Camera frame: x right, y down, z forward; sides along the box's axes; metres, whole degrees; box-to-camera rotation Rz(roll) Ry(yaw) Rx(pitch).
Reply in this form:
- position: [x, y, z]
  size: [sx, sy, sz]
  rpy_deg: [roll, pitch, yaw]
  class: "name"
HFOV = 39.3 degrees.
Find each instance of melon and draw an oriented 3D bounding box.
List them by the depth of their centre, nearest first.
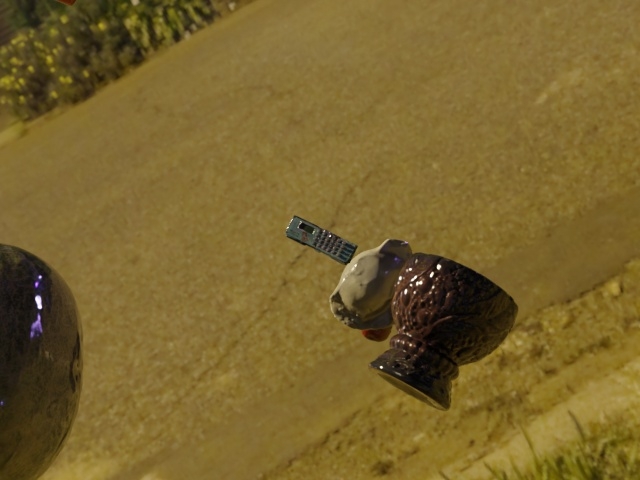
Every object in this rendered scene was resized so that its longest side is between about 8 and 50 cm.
- position: [-0.386, 0.144, 0.998]
  size: [0.249, 0.248, 0.329]
  rpy_deg: [-26, 41, 6]
  class: "melon"

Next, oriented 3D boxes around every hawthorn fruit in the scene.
- position: [0.151, 0.234, 2.459]
  size: [0.093, 0.093, 0.093]
  rpy_deg: [-24, 24, 11]
  class: "hawthorn fruit"

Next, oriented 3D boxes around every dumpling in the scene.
- position: [0.143, 0.120, 2.218]
  size: [0.258, 0.193, 0.147]
  rpy_deg: [-39, 1, 5]
  class: "dumpling"

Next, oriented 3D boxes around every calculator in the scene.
- position: [0.000, 0.000, 2.067]
  size: [0.172, 0.018, 0.057]
  rpy_deg: [27, 85, 16]
  class: "calculator"

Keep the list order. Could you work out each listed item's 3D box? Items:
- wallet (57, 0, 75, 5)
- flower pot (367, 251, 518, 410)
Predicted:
- position: [-0.519, -0.486, 1.523]
  size: [0.045, 0.142, 0.204]
  rpy_deg: [-34, -25, 31]
  class: "wallet"
- position: [0.243, 0.199, 1.889]
  size: [0.267, 0.267, 0.267]
  rpy_deg: [11, 67, 56]
  class: "flower pot"
